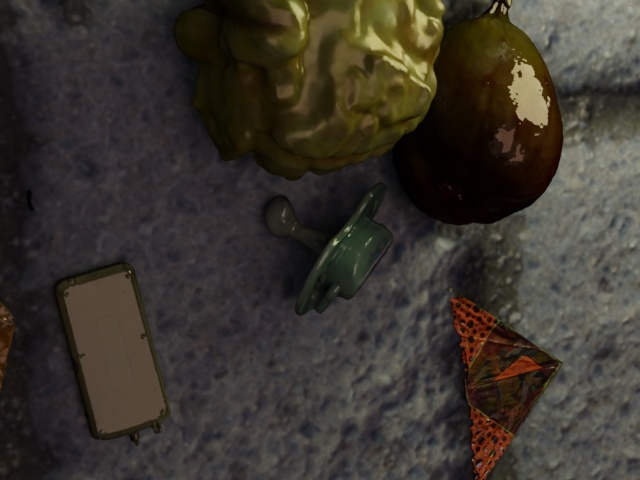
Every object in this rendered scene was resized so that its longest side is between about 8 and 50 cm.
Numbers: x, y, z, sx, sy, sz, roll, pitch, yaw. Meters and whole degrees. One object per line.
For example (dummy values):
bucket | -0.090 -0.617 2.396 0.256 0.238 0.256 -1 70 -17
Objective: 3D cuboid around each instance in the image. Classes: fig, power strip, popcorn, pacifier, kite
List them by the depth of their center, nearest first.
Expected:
popcorn | -0.004 -0.168 1.227 0.255 0.195 0.256 36 96 -29
power strip | -0.187 0.107 1.280 0.076 0.028 0.169 -16 103 -20
pacifier | 0.000 0.000 1.316 0.116 0.127 0.150 29 66 11
fig | 0.157 -0.154 1.327 0.145 0.170 0.274 20 71 -20
kite | 0.198 0.142 1.459 0.125 0.008 0.222 -12 103 -21

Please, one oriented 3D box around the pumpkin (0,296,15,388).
pumpkin | -0.306 0.132 1.176 0.190 0.139 0.280 -44 114 -10
